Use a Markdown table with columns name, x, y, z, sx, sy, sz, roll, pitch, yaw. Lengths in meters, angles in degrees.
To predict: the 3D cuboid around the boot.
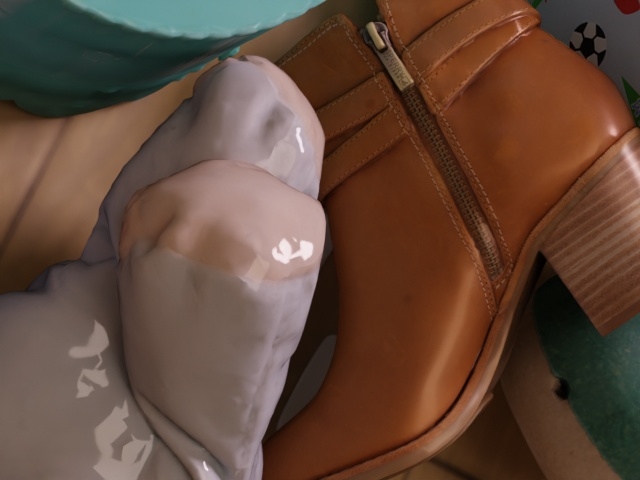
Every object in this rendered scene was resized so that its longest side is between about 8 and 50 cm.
| name | x | y | z | sx | sy | sz | roll | pitch | yaw |
| --- | --- | --- | --- | --- | --- | --- | --- | --- | --- |
| boot | 0.030 | -0.004 | 0.675 | 0.283 | 0.109 | 0.220 | -38 | 82 | 14 |

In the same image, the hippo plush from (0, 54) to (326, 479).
| name | x | y | z | sx | sy | sz | roll | pitch | yaw |
| --- | --- | --- | --- | --- | --- | --- | --- | --- | --- |
| hippo plush | -0.138 | 0.049 | 0.555 | 0.237 | 0.234 | 0.294 | 11 | 105 | -6 |

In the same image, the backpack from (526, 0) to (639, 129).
| name | x | y | z | sx | sy | sz | roll | pitch | yaw |
| --- | --- | --- | --- | --- | --- | --- | --- | --- | --- |
| backpack | 0.233 | -0.109 | 0.745 | 0.213 | 0.263 | 0.276 | 5 | 83 | -27 |

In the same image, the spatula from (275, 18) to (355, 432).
| name | x | y | z | sx | sy | sz | roll | pitch | yaw |
| --- | --- | --- | --- | --- | --- | --- | --- | --- | --- |
| spatula | 0.000 | 0.000 | 0.737 | 0.168 | 0.019 | 0.242 | 41 | 69 | -25 |

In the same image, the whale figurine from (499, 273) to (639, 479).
| name | x | y | z | sx | sy | sz | roll | pitch | yaw |
| --- | --- | --- | --- | --- | --- | --- | --- | --- | --- |
| whale figurine | 0.230 | 0.095 | 0.789 | 0.272 | 0.141 | 0.216 | 17 | 40 | -47 |

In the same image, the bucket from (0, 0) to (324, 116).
| name | x | y | z | sx | sy | sz | roll | pitch | yaw |
| --- | --- | --- | --- | --- | --- | --- | --- | --- | --- |
| bucket | -0.101 | -0.197 | 0.572 | 0.281 | 0.183 | 0.281 | 0 | 90 | -33 |
